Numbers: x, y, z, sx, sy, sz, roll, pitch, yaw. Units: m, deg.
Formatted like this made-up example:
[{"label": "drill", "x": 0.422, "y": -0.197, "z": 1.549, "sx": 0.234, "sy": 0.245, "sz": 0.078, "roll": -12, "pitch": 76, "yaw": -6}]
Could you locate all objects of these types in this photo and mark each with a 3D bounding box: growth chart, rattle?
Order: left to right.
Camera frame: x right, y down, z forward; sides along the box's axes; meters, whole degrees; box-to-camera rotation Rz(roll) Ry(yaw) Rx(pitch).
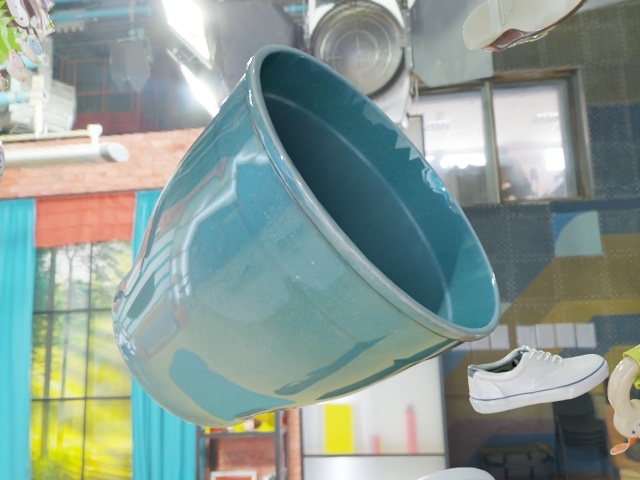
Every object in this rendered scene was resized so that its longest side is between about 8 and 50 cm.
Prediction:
[{"label": "growth chart", "x": -0.396, "y": -0.307, "z": 0.731, "sx": 0.237, "sy": 0.172, "sz": 0.021, "roll": -26, "pitch": 12, "yaw": 39}, {"label": "rattle", "x": 0.497, "y": 0.260, "z": 0.844, "sx": 0.130, "sy": 0.199, "sz": 0.143, "roll": -1, "pitch": 17, "yaw": -30}]

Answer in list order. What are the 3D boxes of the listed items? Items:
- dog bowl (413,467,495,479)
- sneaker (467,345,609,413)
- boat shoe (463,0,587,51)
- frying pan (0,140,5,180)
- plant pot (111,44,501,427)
[{"label": "dog bowl", "x": 0.156, "y": 0.441, "z": 0.812, "sx": 0.265, "sy": 0.104, "sz": 0.265, "roll": -12, "pitch": -52, "yaw": -16}, {"label": "sneaker", "x": 0.392, "y": 0.237, "z": 1.058, "sx": 0.258, "sy": 0.091, "sz": 0.094, "roll": -14, "pitch": 7, "yaw": -4}, {"label": "boat shoe", "x": 0.165, "y": -0.179, "z": 0.457, "sx": 0.043, "sy": 0.049, "sz": 0.137, "roll": -4, "pitch": 2, "yaw": -18}, {"label": "frying pan", "x": -0.546, "y": -0.020, "z": 0.847, "sx": 0.053, "sy": 0.326, "sz": 0.197, "roll": 25, "pitch": 2, "yaw": -11}, {"label": "plant pot", "x": -0.036, "y": 0.024, "z": 0.505, "sx": 0.255, "sy": 0.271, "sz": 0.272, "roll": -39, "pitch": -28, "yaw": 26}]
